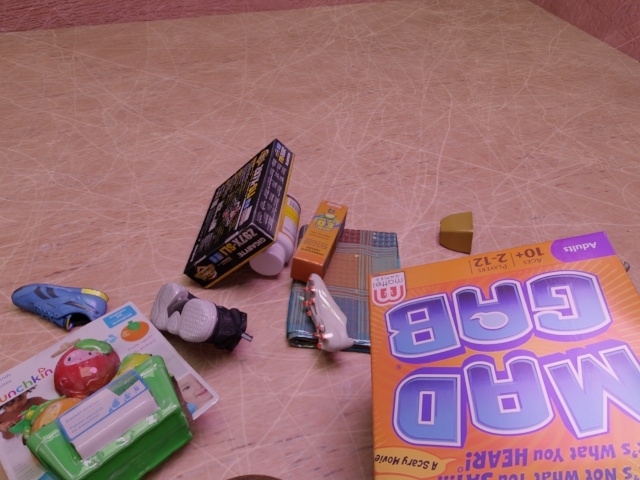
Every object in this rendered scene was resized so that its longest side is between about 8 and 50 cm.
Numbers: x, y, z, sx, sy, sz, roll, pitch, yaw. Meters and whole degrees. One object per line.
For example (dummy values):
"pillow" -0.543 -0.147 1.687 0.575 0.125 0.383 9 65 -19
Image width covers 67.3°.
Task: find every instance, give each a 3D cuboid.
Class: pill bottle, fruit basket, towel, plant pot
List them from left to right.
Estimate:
"fruit basket" -0.411 0.272 0.864 0.327 0.165 0.353 -32 52 -31
"pill bottle" -0.118 -0.019 1.207 0.117 0.117 0.215 6 45 1
"towel" 0.066 0.101 1.161 0.271 0.040 0.370 5 45 -1
"plant pot" 0.361 -0.022 1.284 0.083 0.082 0.081 1 44 13

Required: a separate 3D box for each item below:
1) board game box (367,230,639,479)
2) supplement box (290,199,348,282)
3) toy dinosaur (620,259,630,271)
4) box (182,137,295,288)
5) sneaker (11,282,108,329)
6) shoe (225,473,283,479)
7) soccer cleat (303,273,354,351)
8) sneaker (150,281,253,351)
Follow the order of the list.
"board game box" 0.290 0.262 0.723 0.356 0.356 0.357 -12 43 15
"supplement box" 0.000 0.000 1.181 0.078 0.080 0.233 16 42 8
"toy dinosaur" 0.628 0.191 1.072 0.295 0.127 0.200 -41 49 -17
"box" -0.191 -0.070 1.169 0.079 0.257 0.322 40 36 -28
"sneaker" -0.572 0.146 1.038 0.209 0.069 0.082 5 49 -1
"shoe" -0.158 0.444 0.795 0.219 0.058 0.076 -4 15 -15
"soccer cleat" 0.014 0.154 1.034 0.076 0.068 0.196 5 43 -23
"sneaker" -0.252 0.169 1.024 0.268 0.153 0.101 10 75 51
